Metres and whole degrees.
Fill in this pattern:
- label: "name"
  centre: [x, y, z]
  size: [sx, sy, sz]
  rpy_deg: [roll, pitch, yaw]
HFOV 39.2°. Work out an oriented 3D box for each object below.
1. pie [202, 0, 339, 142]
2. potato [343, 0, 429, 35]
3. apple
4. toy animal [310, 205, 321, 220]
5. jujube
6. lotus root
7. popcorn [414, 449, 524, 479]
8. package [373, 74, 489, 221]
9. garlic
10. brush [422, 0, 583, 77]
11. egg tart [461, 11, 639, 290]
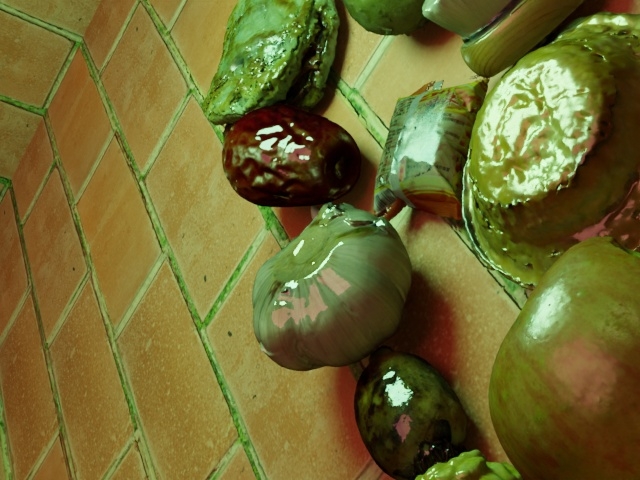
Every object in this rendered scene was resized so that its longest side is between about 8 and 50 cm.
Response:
- label: "pie"
  centre: [-0.123, -0.444, 2.063]
  size: [0.395, 0.180, 0.418]
  rpy_deg: [-28, 52, 44]
- label: "potato"
  centre: [0.122, -0.567, 1.734]
  size: [0.270, 0.219, 0.359]
  rpy_deg: [79, -179, -48]
- label: "apple"
  centre: [0.369, 0.173, 1.032]
  size: [0.339, 0.339, 0.340]
  rpy_deg: [-26, 56, 45]
- label: "toy animal"
  centre: [0.006, 0.002, 1.793]
  size: [0.124, 0.085, 0.071]
  rpy_deg: [-68, 18, -3]
- label: "jujube"
  centre: [-0.063, -0.168, 1.835]
  size: [0.318, 0.223, 0.223]
  rpy_deg: [15, 87, 47]
- label: "lotus root"
  centre: [0.135, 0.277, 1.441]
  size: [0.169, 0.141, 0.314]
  rpy_deg: [-55, 35, 16]
- label: "popcorn"
  centre: [0.176, 0.428, 1.254]
  size: [0.286, 0.225, 0.174]
  rpy_deg: [-57, 35, 18]
- label: "package"
  centre: [0.191, -0.167, 1.591]
  size: [0.223, 0.108, 0.288]
  rpy_deg: [-5, 70, 49]
- label: "garlic"
  centre: [0.018, 0.092, 1.568]
  size: [0.322, 0.241, 0.322]
  rpy_deg: [-51, 8, 10]
- label: "brush"
  centre: [0.310, -0.401, 1.448]
  size: [0.266, 0.166, 0.174]
  rpy_deg: [-36, 12, 26]
- label: "egg tart"
  centre: [0.348, -0.140, 1.308]
  size: [0.443, 0.178, 0.443]
  rpy_deg: [-27, 53, 43]
